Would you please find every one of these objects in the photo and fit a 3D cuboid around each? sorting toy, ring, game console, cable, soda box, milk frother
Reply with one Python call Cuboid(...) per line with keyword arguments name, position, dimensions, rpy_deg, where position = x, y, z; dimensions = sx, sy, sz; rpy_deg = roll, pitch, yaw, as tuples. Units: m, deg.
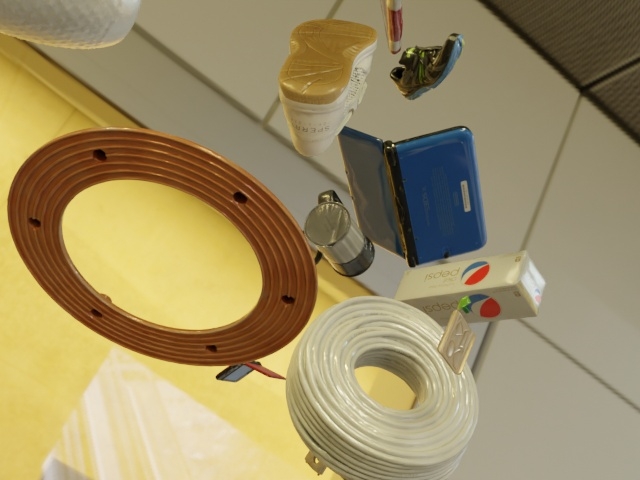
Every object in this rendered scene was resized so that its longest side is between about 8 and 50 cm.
Cuboid(name="sorting toy", position=(0.164, 0.109, 0.965), dimensions=(0.012, 0.083, 0.062), rpy_deg=(7, -29, 40))
Cuboid(name="ring", position=(-0.164, 0.015, 0.862), dimensions=(0.336, 0.032, 0.337), rpy_deg=(8, -47, 8))
Cuboid(name="game console", position=(-0.174, 0.345, 2.054), dimensions=(0.085, 0.124, 0.144), rpy_deg=(56, 6, 20))
Cuboid(name="cable", position=(0.084, 0.191, 1.051), dimensions=(0.257, 0.257, 0.089), rpy_deg=(35, -47, 11))
Cuboid(name="game console", position=(0.189, -0.111, 1.695), dimensions=(0.250, 0.173, 0.293), rpy_deg=(-14, -56, 1))
Cuboid(name="soda box", position=(0.220, 0.077, 1.226), dimensions=(0.216, 0.069, 0.074), rpy_deg=(-13, -52, 40))
Cuboid(name="milk frother", position=(0.000, 0.000, 1.403), dimensions=(0.129, 0.143, 0.135), rpy_deg=(61, 6, 33))

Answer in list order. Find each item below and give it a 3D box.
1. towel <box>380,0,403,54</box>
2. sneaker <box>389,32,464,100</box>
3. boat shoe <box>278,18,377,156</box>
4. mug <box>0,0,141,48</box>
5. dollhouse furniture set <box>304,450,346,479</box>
Cuboid(name="towel", position=(0.092, -0.450, 1.152), dimensions=(0.037, 0.237, 0.329), rpy_deg=(-7, -21, 3))
Cuboid(name="sneaker", position=(0.177, -0.301, 1.400), dimensions=(0.078, 0.067, 0.188), rpy_deg=(40, -26, -12))
Cuboid(name="boat shoe", position=(0.004, -0.183, 0.950), dimensions=(0.098, 0.277, 0.096), rpy_deg=(9, -57, 9))
Cuboid(name="mug", position=(-0.501, -0.538, 1.576), dimensions=(0.328, 0.276, 0.374), rpy_deg=(14, -31, -37))
Cuboid(name="dollhouse furniture set", position=(0.020, 0.465, 1.930), dimensions=(0.129, 0.129, 0.183), rpy_deg=(33, 0, -40))
